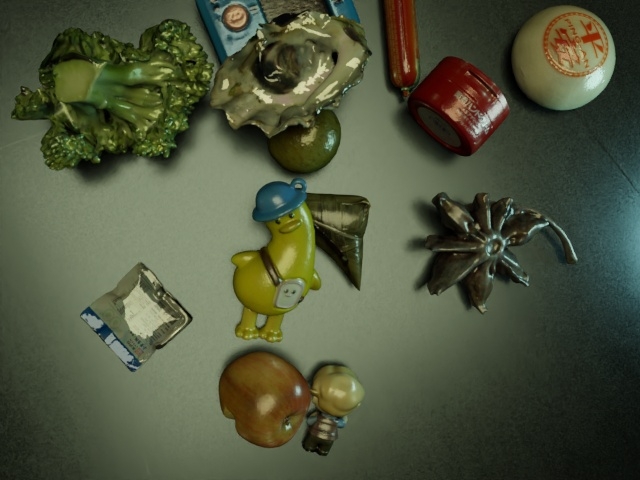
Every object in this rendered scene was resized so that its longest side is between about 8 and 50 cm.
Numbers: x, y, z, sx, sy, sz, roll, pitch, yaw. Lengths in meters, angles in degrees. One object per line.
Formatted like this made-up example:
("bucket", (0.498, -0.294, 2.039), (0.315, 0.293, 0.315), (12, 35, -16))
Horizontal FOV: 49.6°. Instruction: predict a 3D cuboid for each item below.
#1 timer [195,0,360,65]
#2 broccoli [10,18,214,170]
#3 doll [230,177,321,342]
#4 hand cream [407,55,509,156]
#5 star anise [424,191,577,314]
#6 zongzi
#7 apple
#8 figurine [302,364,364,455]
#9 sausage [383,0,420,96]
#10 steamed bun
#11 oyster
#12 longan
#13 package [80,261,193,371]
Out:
("timer", (-0.091, -0.482, 1.474), (0.309, 0.115, 0.340), (-23, 91, -5))
("broccoli", (-0.413, -0.286, 1.365), (0.338, 0.317, 0.277), (3, 102, 35))
("doll", (-0.084, 0.041, 1.429), (0.199, 0.145, 0.363), (8, 112, -18))
("hand cream", (0.291, -0.282, 1.474), (0.193, 0.193, 0.125), (41, 87, -4))
("star anise", (0.360, 0.017, 1.517), (0.316, 0.139, 0.359), (-42, 109, 2))
("zongzi", (-0.003, 0.000, 1.488), (0.204, 0.094, 0.205), (4, 95, -1))
("apple", (-0.121, 0.322, 1.423), (0.199, 0.199, 0.199), (0, 89, -6))
("figurine", (0.023, 0.364, 1.484), (0.114, 0.108, 0.196), (17, 105, 4))
("sausage", (0.179, -0.447, 1.521), (0.083, 0.083, 0.264), (-5, 90, -6))
("steamed bun", (0.544, -0.408, 1.526), (0.231, 0.145, 0.232), (0, 89, -7))
("oyster", (-0.042, -0.331, 1.366), (0.351, 0.115, 0.238), (-38, 76, -14))
("longan", (-0.039, -0.223, 1.452), (0.155, 0.145, 0.176), (-53, 127, -21))
("package", (-0.390, 0.163, 1.470), (0.173, 0.027, 0.171), (-41, 96, -5))
